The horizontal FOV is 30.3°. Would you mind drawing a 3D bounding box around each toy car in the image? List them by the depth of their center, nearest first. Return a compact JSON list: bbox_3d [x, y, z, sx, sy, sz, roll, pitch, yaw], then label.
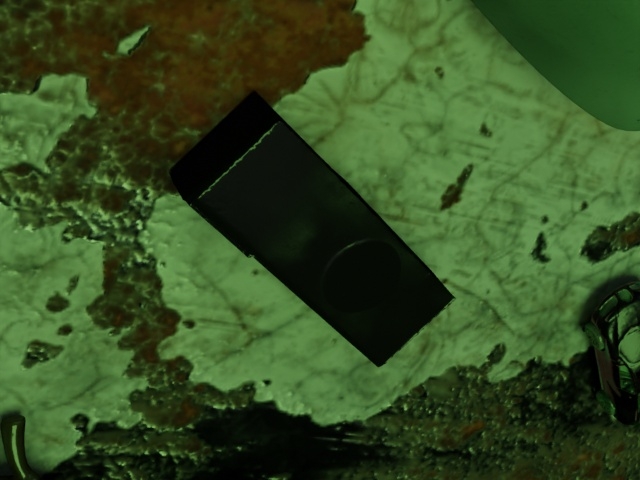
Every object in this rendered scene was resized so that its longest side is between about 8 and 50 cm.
[{"bbox_3d":[0.265,0.098,0.985,0.069,0.055,0.142,-29,128,-11],"label":"toy car"}]

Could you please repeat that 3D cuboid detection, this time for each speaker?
[{"bbox_3d":[0.000,0.000,0.809,0.082,0.044,0.218,-42,127,4],"label":"speaker"}]

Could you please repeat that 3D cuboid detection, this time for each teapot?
[{"bbox_3d":[-0.203,0.177,0.808,0.080,0.085,0.110,9,95,-30],"label":"teapot"}]

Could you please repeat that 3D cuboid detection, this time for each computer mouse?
[{"bbox_3d":[0.170,-0.173,0.710,0.159,0.097,0.288,-36,117,23],"label":"computer mouse"}]
